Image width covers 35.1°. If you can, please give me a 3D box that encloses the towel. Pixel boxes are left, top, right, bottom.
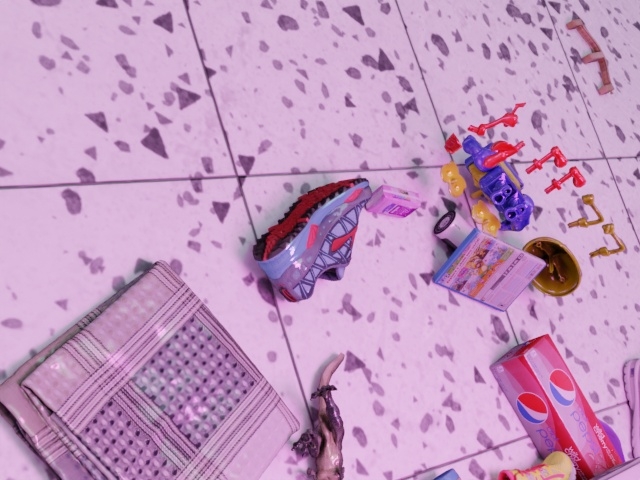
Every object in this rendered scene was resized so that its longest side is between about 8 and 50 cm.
[{"bbox_3d":[-0.202,0.217,1.274,0.312,0.056,0.324,52,47,-7],"label":"towel"}]

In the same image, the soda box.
[{"bbox_3d":[0.401,0.298,1.717,0.092,0.083,0.263,-30,89,-44],"label":"soda box"}]

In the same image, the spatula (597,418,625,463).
[{"bbox_3d":[0.501,0.447,1.762,0.084,0.030,0.296,31,52,-27],"label":"spatula"}]

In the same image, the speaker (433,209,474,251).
[{"bbox_3d":[0.263,0.009,1.765,0.136,0.055,0.055,40,49,-18],"label":"speaker"}]

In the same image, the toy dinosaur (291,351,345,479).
[{"bbox_3d":[0.008,0.263,1.407,0.118,0.064,0.268,59,27,-58],"label":"toy dinosaur"}]

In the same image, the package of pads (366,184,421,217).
[{"bbox_3d":[0.120,-0.064,1.686,0.083,0.050,0.032,11,57,-36],"label":"package of pads"}]

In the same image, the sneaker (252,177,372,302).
[{"bbox_3d":[0.000,0.000,1.541,0.262,0.104,0.125,-43,116,-39],"label":"sneaker"}]

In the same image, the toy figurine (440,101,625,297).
[{"bbox_3d":[0.360,-0.097,1.817,0.362,0.191,0.217,47,13,-17],"label":"toy figurine"}]

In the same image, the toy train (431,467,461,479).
[{"bbox_3d":[0.190,0.417,1.423,0.143,0.105,0.248,51,18,8],"label":"toy train"}]

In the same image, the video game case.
[{"bbox_3d":[0.289,0.053,1.727,0.166,0.119,0.015,23,27,-30],"label":"video game case"}]

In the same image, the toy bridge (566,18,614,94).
[{"bbox_3d":[0.620,-0.415,2.296,0.063,0.026,0.188,-18,81,-45],"label":"toy bridge"}]

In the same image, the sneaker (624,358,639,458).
[{"bbox_3d":[0.644,0.343,1.874,0.105,0.115,0.281,7,64,-37],"label":"sneaker"}]

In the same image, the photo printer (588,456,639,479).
[{"bbox_3d":[0.484,0.503,1.529,0.256,0.107,0.307,-5,67,-47],"label":"photo printer"}]

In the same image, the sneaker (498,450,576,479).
[{"bbox_3d":[0.330,0.391,1.609,0.208,0.081,0.094,-37,89,-40],"label":"sneaker"}]
